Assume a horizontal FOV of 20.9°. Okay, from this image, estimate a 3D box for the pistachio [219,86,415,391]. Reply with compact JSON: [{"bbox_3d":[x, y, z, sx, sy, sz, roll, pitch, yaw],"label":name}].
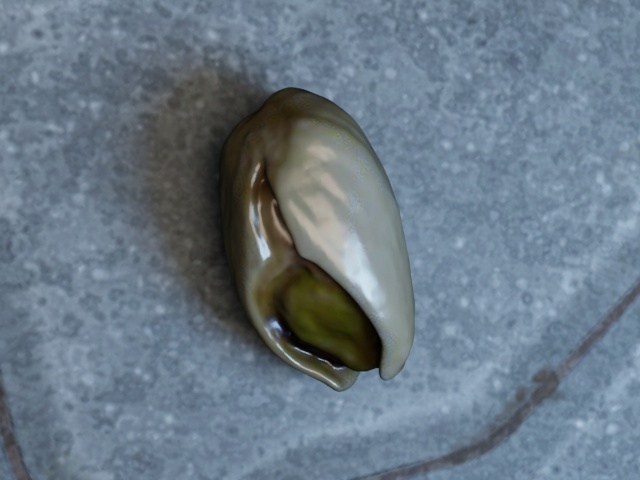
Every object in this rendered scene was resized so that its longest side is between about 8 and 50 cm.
[{"bbox_3d":[0.000,0.000,1.323,0.153,0.138,0.238,-20,97,-52],"label":"pistachio"}]
